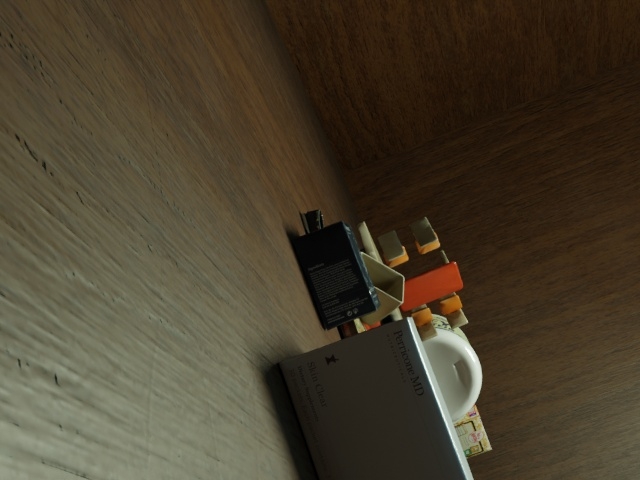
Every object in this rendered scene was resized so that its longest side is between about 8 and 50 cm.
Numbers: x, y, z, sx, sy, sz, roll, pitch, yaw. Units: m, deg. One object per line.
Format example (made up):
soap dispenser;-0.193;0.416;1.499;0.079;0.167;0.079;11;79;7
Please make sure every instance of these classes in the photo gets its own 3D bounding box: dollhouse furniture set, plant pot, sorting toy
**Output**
dollhouse furniture set;0.189;0.123;1.724;0.135;0.259;0.262;-108;174;-57
plant pot;0.101;0.109;1.592;0.109;0.096;0.109;29;27;-8
sorting toy;0.145;0.124;2.178;0.255;0.089;0.257;61;10;-56

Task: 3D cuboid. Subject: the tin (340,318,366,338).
tin;0.067;0.182;1.491;0.189;0.040;0.106;54;20;-70

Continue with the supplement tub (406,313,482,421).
supplement tub;0.274;0.314;1.960;0.325;0.236;0.235;-43;112;-84

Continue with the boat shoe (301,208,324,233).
boat shoe;0.000;-0.001;1.486;0.049;0.042;0.133;63;10;-63

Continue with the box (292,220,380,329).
box;0.031;0.057;1.303;0.156;0.093;0.158;10;58;-84

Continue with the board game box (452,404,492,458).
board game box;0.349;0.536;2.084;0.045;0.194;0.146;-102;170;-58

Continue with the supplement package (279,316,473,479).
supplement package;0.080;0.230;0.863;0.204;0.145;0.261;37;32;-80
